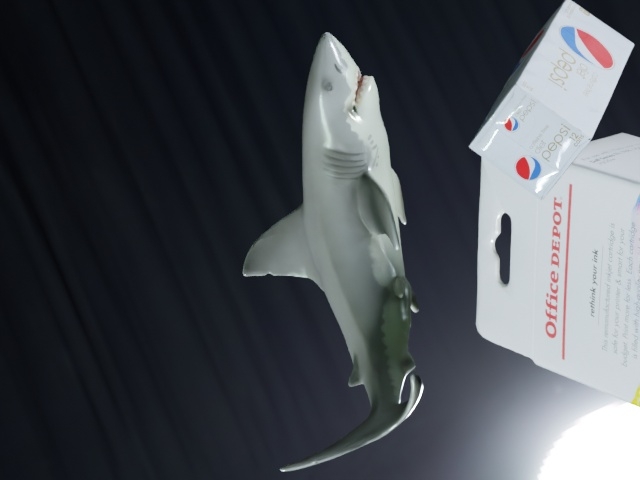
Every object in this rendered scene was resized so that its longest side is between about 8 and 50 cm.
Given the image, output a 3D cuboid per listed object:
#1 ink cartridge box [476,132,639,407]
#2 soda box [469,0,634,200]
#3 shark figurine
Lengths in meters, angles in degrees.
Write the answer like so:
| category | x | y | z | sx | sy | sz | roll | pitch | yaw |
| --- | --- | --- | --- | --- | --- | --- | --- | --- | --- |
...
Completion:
| category | x | y | z | sx | sy | sz | roll | pitch | yaw |
| --- | --- | --- | --- | --- | --- | --- | --- | --- | --- |
| ink cartridge box | 0.298 | 0.032 | 1.554 | 0.119 | 0.207 | 0.353 | -16 | -154 | -37 |
| soda box | 0.188 | -0.118 | 1.441 | 0.069 | 0.074 | 0.216 | -54 | 180 | 31 |
| shark figurine | 0.005 | 0.028 | 1.161 | 0.116 | 0.278 | 0.166 | -9 | 156 | 7 |
